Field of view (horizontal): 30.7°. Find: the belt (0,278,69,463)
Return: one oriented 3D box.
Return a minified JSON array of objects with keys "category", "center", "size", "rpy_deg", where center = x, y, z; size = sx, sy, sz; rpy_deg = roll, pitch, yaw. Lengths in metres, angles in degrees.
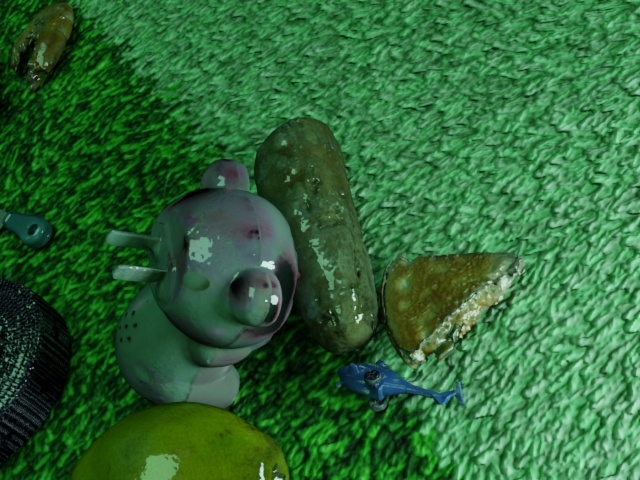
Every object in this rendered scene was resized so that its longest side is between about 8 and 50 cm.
[{"category":"belt","center":[-0.510,0.198,1.657],"size":[0.325,0.122,0.260],"rpy_deg":[-45,56,-7]}]

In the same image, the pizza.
[{"category":"pizza","center":[0.168,0.067,1.460],"size":[0.195,0.052,0.185],"rpy_deg":[-24,45,15]}]

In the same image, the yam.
[{"category":"yam","center":[0.000,0.000,1.543],"size":[0.133,0.133,0.330],"rpy_deg":[-24,58,10]}]

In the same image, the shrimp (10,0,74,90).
[{"category":"shrimp","center":[-0.489,-0.341,2.044],"size":[0.132,0.052,0.187],"rpy_deg":[-19,46,37]}]

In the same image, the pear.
[{"category":"pear","center":[-0.166,0.294,1.377],"size":[0.269,0.212,0.212],"rpy_deg":[-7,57,15]}]

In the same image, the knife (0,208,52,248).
[{"category":"knife","center":[-0.516,-0.032,1.867],"size":[0.244,0.032,0.058],"rpy_deg":[15,76,37]}]

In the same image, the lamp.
[{"category":"lamp","center":[-0.163,0.063,1.445],"size":[0.301,0.247,0.247],"rpy_deg":[-54,36,39]}]

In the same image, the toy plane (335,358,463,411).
[{"category":"toy plane","center":[0.093,0.176,1.432],"size":[0.167,0.054,0.062],"rpy_deg":[11,40,31]}]

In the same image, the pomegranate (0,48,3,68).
[{"category":"pomegranate","center":[-0.629,-0.273,1.995],"size":[0.187,0.187,0.225],"rpy_deg":[-3,31,24]}]
